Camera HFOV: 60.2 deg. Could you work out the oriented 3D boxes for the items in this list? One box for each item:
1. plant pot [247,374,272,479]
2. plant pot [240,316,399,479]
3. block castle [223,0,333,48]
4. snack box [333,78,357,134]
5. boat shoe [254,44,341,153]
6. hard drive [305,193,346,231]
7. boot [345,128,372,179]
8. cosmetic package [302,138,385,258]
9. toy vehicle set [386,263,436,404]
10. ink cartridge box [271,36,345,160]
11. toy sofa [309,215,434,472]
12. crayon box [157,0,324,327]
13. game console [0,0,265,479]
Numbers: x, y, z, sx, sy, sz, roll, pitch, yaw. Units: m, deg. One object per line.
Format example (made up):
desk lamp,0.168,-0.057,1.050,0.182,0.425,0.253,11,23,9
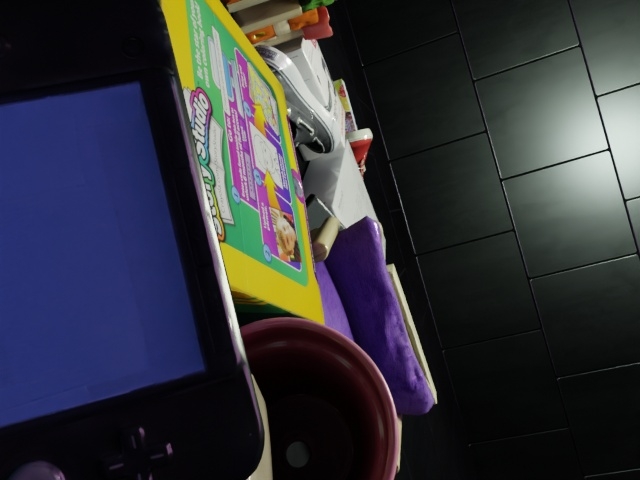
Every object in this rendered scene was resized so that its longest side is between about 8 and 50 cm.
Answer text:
plant pot,-0.087,0.150,0.399,0.109,0.109,0.096,83,13,-56
plant pot,-0.028,0.194,0.527,0.180,0.201,0.202,79,2,-66
block castle,-0.075,-0.506,0.837,0.453,0.212,0.303,22,52,-86
snack box,0.029,-0.319,1.385,0.037,0.100,0.141,-8,81,-76
boat shoe,-0.053,-0.219,1.001,0.102,0.108,0.301,-65,154,-10
hard drive,0.000,0.000,0.934,0.135,0.094,0.022,46,-14,-31
boot,0.091,-0.170,1.383,0.244,0.088,0.177,131,-51,-79
cosmetic package,0.053,-0.019,1.179,0.377,0.097,0.285,-76,149,-61
toy vehicle set,0.086,0.184,0.960,0.035,0.165,0.267,-69,141,-66
ink cartridge box,-0.031,-0.317,1.168,0.172,0.100,0.237,-87,156,-49
toy sofa,0.045,0.154,0.823,0.150,0.177,0.363,-58,131,-71
crayon box,-0.120,-0.089,0.610,0.313,0.106,0.363,39,38,-63
game console,-0.169,0.008,0.223,0.173,0.250,0.294,146,-70,-79
